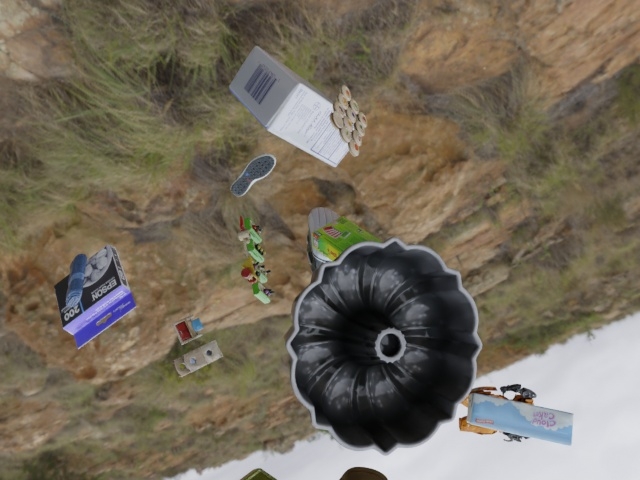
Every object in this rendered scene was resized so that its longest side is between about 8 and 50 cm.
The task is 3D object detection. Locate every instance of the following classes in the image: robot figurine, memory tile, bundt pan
[{"bbox_3d":[0.654,0.624,1.924,0.290,0.211,0.085,-1,-179,10],"label":"robot figurine"},{"bbox_3d":[0.063,-0.258,1.120,0.012,0.113,0.148,-17,-143,31],"label":"memory tile"},{"bbox_3d":[0.089,0.161,0.855,0.330,0.331,0.124,-22,-175,-18],"label":"bundt pan"}]

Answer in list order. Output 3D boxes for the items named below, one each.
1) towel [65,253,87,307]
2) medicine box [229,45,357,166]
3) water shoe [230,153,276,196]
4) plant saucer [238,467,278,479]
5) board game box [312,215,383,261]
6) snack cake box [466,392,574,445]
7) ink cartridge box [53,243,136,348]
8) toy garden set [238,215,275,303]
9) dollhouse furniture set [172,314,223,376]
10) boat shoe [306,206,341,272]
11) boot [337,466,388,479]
[{"bbox_3d":[-0.582,0.094,1.249,0.029,0.120,0.067,16,138,-32],"label":"towel"},{"bbox_3d":[-0.067,-0.374,1.485,0.289,0.263,0.149,22,111,-47],"label":"medicine box"},{"bbox_3d":[-0.237,-0.240,1.831,0.203,0.073,0.080,-38,-159,18],"label":"water shoe"},{"bbox_3d":[-0.139,0.650,1.323,0.045,0.188,0.188,-67,159,6],"label":"plant saucer"},{"bbox_3d":[0.074,0.020,1.131,0.092,0.181,0.043,-30,135,-28],"label":"board game box"},{"bbox_3d":[0.558,0.504,1.492,0.264,0.089,0.152,9,164,13],"label":"snack cake box"},{"bbox_3d":[-0.614,0.149,1.419,0.206,0.208,0.045,-36,149,6],"label":"ink cartridge box"},{"bbox_3d":[-0.188,0.041,1.548,0.049,0.245,0.204,-14,157,7],"label":"toy garden set"},{"bbox_3d":[-0.454,0.359,1.831,0.128,0.184,0.129,-22,172,-37],"label":"dollhouse furniture set"},{"bbox_3d":[0.000,0.000,1.622,0.335,0.121,0.119,-79,-168,-65],"label":"boat shoe"},{"bbox_3d":[0.093,0.561,1.171,0.197,0.073,0.152,-20,139,28],"label":"boot"}]
